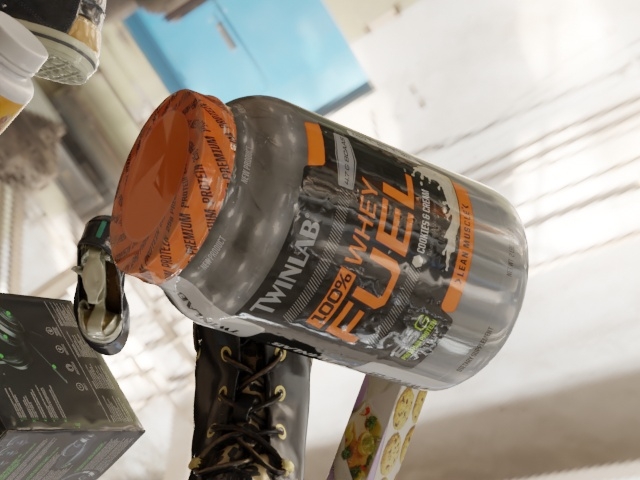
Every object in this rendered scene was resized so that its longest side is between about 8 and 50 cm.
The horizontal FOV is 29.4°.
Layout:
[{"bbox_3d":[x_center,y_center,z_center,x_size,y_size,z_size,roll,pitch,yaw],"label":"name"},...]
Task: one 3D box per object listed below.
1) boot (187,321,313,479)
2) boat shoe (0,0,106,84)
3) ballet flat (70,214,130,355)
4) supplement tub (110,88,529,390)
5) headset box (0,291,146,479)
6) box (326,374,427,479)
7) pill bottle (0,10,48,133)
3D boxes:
[{"bbox_3d":[-0.070,0.143,1.178,0.138,0.377,0.284,5,-134,-2],"label":"boot"},{"bbox_3d":[-0.559,-0.385,1.881,0.187,0.500,0.156,80,28,-74],"label":"boat shoe"},{"bbox_3d":[-0.263,0.067,1.445,0.074,0.203,0.074,5,-149,-3],"label":"ballet flat"},{"bbox_3d":[0.000,0.000,1.009,0.193,0.316,0.194,-36,-135,46],"label":"supplement tub"},{"bbox_3d":[-0.417,0.199,1.639,0.131,0.246,0.283,-45,153,18],"label":"headset box"},{"bbox_3d":[0.089,0.209,1.571,0.063,0.067,0.324,13,-103,39],"label":"box"},{"bbox_3d":[-0.421,-0.165,1.434,0.215,0.117,0.117,-46,-172,11],"label":"pill bottle"}]
